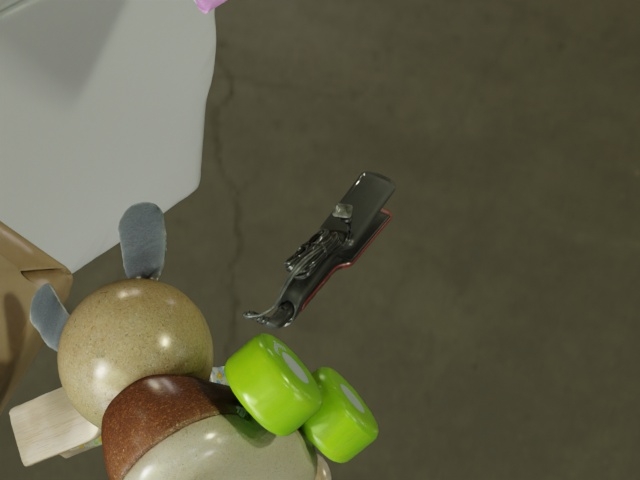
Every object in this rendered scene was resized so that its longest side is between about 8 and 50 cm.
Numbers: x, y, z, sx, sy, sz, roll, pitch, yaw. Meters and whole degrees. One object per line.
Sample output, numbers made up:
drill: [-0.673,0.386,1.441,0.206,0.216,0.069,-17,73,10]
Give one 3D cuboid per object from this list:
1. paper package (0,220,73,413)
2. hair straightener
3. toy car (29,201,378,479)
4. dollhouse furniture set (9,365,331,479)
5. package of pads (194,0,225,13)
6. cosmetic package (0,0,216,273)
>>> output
paper package: [-0.373,0.083,1.109,0.309,0.325,0.168,35,35,-6]
hair straightener: [0.000,0.000,1.567,0.047,0.089,0.230,28,46,21]
toy car: [-0.091,0.076,0.950,0.155,0.149,0.188,-40,61,8]
dollhouse furniture set: [-0.101,0.317,1.961,0.362,0.256,0.394,-2,72,-53]
package of pads: [-0.027,-0.131,0.656,0.083,0.050,0.032,-33,47,6]
cosmetic package: [-0.334,-0.186,1.411,0.393,0.329,0.327,36,51,25]
